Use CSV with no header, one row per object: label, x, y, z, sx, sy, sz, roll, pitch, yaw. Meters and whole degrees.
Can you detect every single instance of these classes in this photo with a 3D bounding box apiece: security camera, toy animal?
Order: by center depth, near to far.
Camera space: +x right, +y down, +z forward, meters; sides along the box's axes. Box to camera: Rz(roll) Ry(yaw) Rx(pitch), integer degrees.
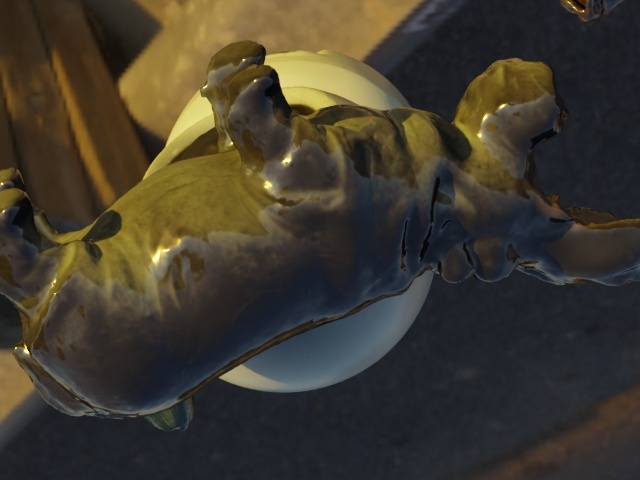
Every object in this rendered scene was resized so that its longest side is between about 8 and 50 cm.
toy animal,0.002,-0.017,0.719,0.343,0.106,0.168,-14,108,-8
security camera,-0.019,-0.004,0.901,0.195,0.236,0.194,1,115,3

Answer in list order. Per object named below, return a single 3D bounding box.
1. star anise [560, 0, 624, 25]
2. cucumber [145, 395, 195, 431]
star anise,0.209,-0.254,1.008,0.099,0.220,0.214,-23,130,-54
cucumber,-0.112,0.075,0.917,0.048,0.048,0.105,-20,107,17
